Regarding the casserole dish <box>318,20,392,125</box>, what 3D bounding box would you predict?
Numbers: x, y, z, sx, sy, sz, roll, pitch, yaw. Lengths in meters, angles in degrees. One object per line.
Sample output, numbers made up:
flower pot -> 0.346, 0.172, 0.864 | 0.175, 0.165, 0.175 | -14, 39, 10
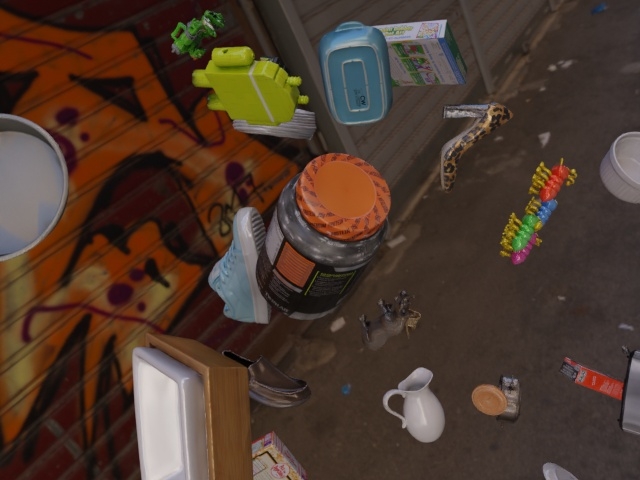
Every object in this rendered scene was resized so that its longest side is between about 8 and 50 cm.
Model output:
casserole dish -> 0.059, -0.261, 0.914 | 0.114, 0.188, 0.037 | -4, 45, 10

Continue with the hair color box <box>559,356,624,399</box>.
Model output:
hair color box -> 0.659, 0.333, 1.338 | 0.072, 0.141, 0.043 | -137, 68, -79

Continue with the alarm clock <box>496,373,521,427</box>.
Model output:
alarm clock -> 0.524, 0.430, 1.536 | 0.064, 0.192, 0.129 | 5, 50, 17

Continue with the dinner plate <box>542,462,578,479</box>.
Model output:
dinner plate -> 0.599, 0.591, 1.336 | 0.017, 0.141, 0.141 | -57, 16, 20

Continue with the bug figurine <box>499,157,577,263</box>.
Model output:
bug figurine -> 0.479, -0.053, 1.237 | 0.072, 0.279, 0.216 | 32, 84, 22

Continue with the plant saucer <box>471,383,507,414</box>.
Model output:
plant saucer -> 0.404, 0.383, 1.330 | 0.083, 0.084, 0.013 | -11, 14, 32

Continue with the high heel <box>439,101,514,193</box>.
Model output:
high heel -> 0.423, -0.246, 1.523 | 0.186, 0.261, 0.093 | 2, 28, 7

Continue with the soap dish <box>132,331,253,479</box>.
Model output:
soap dish -> -0.200, 0.304, 0.879 | 0.118, 0.291, 0.229 | -7, 9, -38

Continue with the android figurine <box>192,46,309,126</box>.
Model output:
android figurine -> -0.163, -0.357, 1.324 | 0.272, 0.248, 0.056 | 6, 63, 21

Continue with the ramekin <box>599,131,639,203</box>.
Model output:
ramekin -> 0.934, -0.207, 1.642 | 0.207, 0.109, 0.207 | 3, 60, -6

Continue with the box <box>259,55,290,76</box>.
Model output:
box -> -0.138, -0.495, 1.628 | 0.062, 0.083, 0.052 | 15, 84, 27

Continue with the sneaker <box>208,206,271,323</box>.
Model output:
sneaker -> -0.200, 0.077, 1.327 | 0.150, 0.366, 0.135 | -1, 40, -1

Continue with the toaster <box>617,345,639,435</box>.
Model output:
toaster -> 0.677, 0.304, 1.098 | 0.185, 0.168, 0.110 | 10, -2, -36

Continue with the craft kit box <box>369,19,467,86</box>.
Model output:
craft kit box -> 0.243, -0.489, 1.482 | 0.246, 0.250, 0.061 | 3, 79, 26

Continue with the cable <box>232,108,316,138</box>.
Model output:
cable -> -0.139, -0.367, 1.710 | 0.257, 0.089, 0.257 | 5, 10, -6

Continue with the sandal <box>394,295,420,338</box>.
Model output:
sandal -> 0.360, 0.305, 2.216 | 0.079, 0.240, 0.088 | -20, 39, 3

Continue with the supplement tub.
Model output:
supplement tub -> 0.000, 0.000, 1.070 | 0.207, 0.207, 0.338 | -45, -9, -34

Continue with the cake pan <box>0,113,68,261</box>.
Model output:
cake pan -> -0.626, -0.098, 1.078 | 0.293, 0.293, 0.054 | -30, -7, -5

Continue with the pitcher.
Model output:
pitcher -> 0.286, 0.520, 1.703 | 0.177, 0.207, 0.125 | -22, 19, -13

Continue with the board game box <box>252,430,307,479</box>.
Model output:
board game box -> -0.149, 0.542, 1.272 | 0.193, 0.147, 0.045 | -30, 20, 7

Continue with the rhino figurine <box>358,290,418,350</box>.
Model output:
rhino figurine -> 0.190, 0.220, 1.544 | 0.243, 0.073, 0.106 | -48, 44, 39

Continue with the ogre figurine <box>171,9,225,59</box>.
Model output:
ogre figurine -> -0.327, -0.548, 1.473 | 0.118, 0.097, 0.197 | -31, 38, 25

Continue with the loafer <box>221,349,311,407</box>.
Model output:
loafer -> -0.206, 0.469, 1.907 | 0.365, 0.130, 0.134 | 11, 13, 9
